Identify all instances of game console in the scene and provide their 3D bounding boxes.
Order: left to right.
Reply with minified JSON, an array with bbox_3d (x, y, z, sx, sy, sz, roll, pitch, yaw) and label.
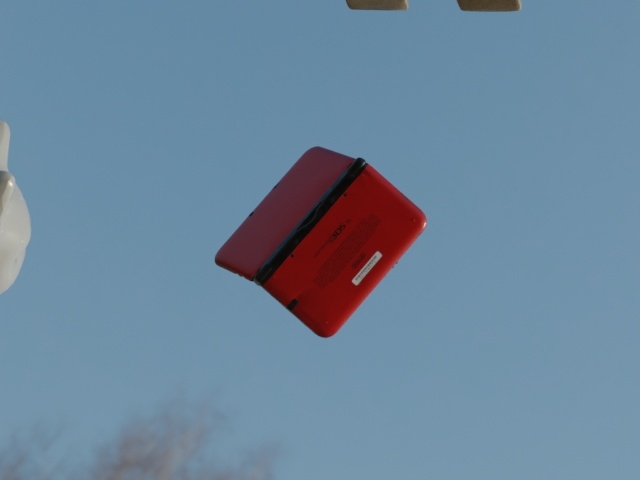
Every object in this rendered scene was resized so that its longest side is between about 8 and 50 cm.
[{"bbox_3d":[0.000,0.000,1.673,0.124,0.144,0.085,41,-12,-2],"label":"game console"}]

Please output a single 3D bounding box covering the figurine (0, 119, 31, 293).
[{"bbox_3d":[-0.207,0.016,0.880,0.092,0.209,0.215,34,9,-26],"label":"figurine"}]

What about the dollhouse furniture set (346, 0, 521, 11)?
[{"bbox_3d":[0.052,-0.263,1.284,0.259,0.262,0.135,3,-35,21],"label":"dollhouse furniture set"}]
